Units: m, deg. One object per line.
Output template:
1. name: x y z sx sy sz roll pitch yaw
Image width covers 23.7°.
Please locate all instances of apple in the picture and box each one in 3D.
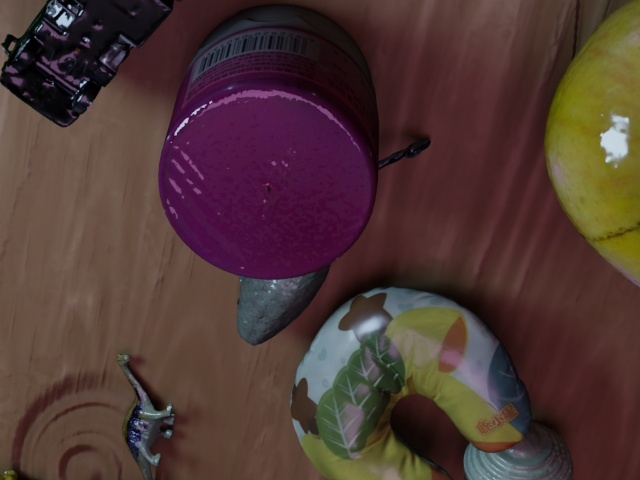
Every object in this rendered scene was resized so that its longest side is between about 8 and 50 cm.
1. apple: 0.321 -0.076 1.220 0.286 0.233 0.286 0 100 3

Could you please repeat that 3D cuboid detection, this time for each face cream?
1. face cream: -0.038 -0.087 1.260 0.175 0.195 0.175 2 119 3

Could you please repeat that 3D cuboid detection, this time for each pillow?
1. pillow: 0.080 0.153 1.431 0.214 0.086 0.233 38 114 2

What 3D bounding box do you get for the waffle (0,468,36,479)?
1. waffle: -0.343 0.324 1.565 0.197 0.070 0.193 3 119 0

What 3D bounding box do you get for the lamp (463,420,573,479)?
1. lamp: 0.188 0.258 1.501 0.106 0.106 0.193 4 128 0

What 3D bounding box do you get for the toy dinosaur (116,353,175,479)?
1. toy dinosaur: -0.168 0.191 1.508 0.058 0.037 0.180 10 114 23

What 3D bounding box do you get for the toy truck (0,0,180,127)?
1. toy truck: -0.153 -0.215 1.235 0.088 0.121 0.259 38 113 -18

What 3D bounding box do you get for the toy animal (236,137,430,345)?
1. toy animal: -0.003 -0.003 1.371 0.070 0.079 0.253 35 113 -9
